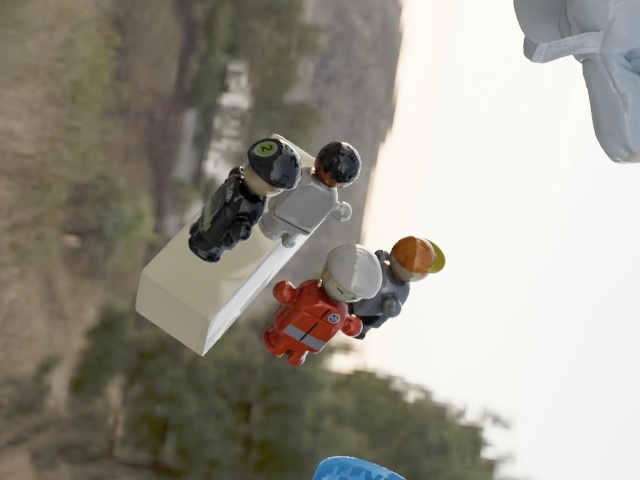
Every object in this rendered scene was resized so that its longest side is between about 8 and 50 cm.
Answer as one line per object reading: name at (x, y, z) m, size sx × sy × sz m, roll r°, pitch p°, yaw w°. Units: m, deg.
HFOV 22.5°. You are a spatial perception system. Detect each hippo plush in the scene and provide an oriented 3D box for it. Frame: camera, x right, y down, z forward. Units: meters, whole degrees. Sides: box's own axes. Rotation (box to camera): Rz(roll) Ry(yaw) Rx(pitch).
hippo plush at (0.304, -0.214, 1.748) m, size 0.236 × 0.294 × 0.234 m, roll -149°, pitch -119°, yaw -64°

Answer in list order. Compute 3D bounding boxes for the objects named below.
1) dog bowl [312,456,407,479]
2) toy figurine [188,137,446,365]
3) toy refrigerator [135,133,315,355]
dog bowl at (0.022, 0.303, 1.563) m, size 0.297 × 0.166 × 0.074 m, roll -14°, pitch 134°, yaw -62°
toy figurine at (0.000, 0.000, 1.620) m, size 0.148 × 0.213 × 0.209 m, roll -48°, pitch 160°, yaw 28°
toy refrigerator at (-0.097, 0.004, 1.910) m, size 0.269 × 0.102 × 0.094 m, roll -50°, pitch 167°, yaw -34°
